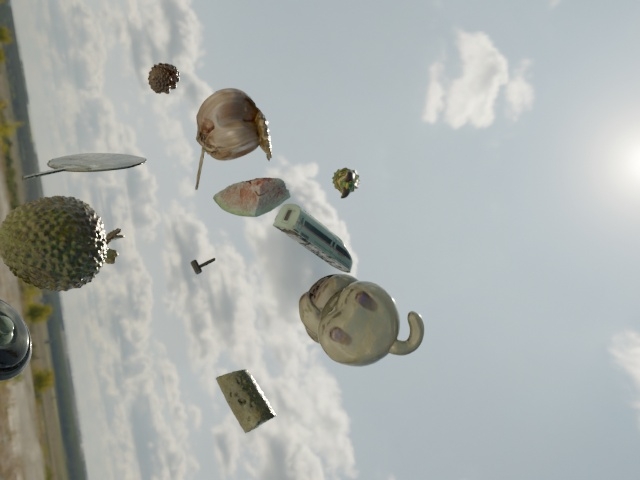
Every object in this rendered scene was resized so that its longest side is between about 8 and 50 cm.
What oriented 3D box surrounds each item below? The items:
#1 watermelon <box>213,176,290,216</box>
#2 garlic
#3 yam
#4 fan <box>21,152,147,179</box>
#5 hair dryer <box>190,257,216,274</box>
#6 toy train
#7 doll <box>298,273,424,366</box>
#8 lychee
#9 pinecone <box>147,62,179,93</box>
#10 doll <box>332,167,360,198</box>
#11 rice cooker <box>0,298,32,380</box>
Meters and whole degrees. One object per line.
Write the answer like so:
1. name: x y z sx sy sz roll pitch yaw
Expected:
1. watermelon: -0.165 -0.099 1.620 0.081 0.180 0.094 -88 160 -61
2. garlic: -0.204 -0.227 1.664 0.207 0.207 0.256 16 -90 67
3. yam: -0.228 0.472 2.088 0.194 0.107 0.107 57 -27 12
4. fan: -0.551 -0.176 1.569 0.223 0.294 0.012 22 -63 49
5. hair dryer: -0.392 0.077 2.341 0.047 0.083 0.026 61 -13 12
6. toy train: 0.000 0.000 2.251 0.086 0.407 0.088 11 -106 35
7. doll: 0.069 0.197 1.785 0.370 0.226 0.215 19 -96 61
8. lychee: -0.691 0.007 1.835 0.320 0.270 0.270 64 11 -76
9. pinecone: -0.488 -0.514 2.174 0.102 0.102 0.109 104 5 -45
10. doll: 0.082 -0.154 1.889 0.113 0.077 0.078 -133 -125 -67
11. rice cooker: -0.961 0.297 1.916 0.264 0.317 0.316 67 -25 23
